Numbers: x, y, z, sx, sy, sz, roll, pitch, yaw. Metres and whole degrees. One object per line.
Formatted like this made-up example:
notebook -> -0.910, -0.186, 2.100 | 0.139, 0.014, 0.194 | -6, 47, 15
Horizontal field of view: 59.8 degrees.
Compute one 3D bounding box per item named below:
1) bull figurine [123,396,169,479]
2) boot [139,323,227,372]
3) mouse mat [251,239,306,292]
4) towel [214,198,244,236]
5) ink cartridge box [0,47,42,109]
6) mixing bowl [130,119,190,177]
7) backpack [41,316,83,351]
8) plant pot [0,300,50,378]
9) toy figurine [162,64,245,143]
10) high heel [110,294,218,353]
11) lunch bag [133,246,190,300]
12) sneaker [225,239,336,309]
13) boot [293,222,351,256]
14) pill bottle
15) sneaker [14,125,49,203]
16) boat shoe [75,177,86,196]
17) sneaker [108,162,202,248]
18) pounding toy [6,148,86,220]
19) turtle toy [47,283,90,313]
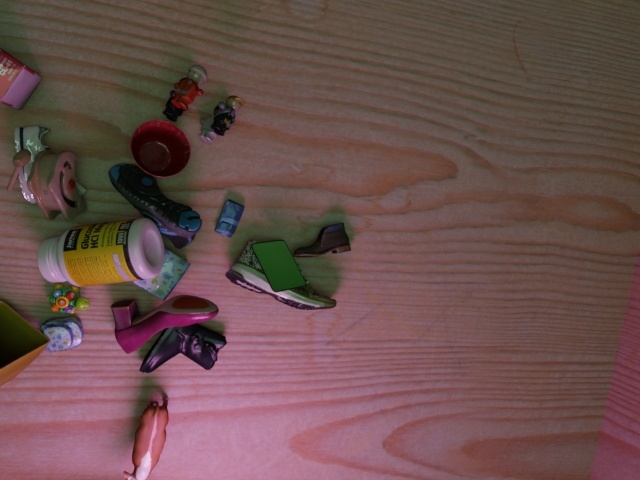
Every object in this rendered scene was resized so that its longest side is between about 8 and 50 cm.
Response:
bull figurine -> -0.572, 0.670, 1.842 | 0.101, 0.188, 0.310 | 19, 93, -16
boot -> -0.459, 0.385, 1.876 | 0.207, 0.094, 0.246 | 37, 82, -13
mouse mat -> -0.138, 0.082, 1.848 | 0.153, 0.007, 0.189 | -7, 61, -45
towel -> -0.307, -0.074, 1.881 | 0.067, 0.029, 0.119 | 23, 92, -17
ink cartridge box -> -0.968, -0.510, 1.544 | 0.306, 0.226, 0.131 | 35, 88, -17
mixing bowl -> -0.512, -0.277, 1.750 | 0.182, 0.098, 0.181 | 4, 81, -27
backpack -> -0.822, 0.302, 1.777 | 0.114, 0.084, 0.104 | -9, 103, -16
plant pot -> -0.993, 0.342, 1.663 | 0.212, 0.212, 0.187 | 37, 110, 4
toy figurine -> -0.362, -0.421, 1.725 | 0.210, 0.213, 0.148 | 31, 73, -20
high heel -> -0.488, 0.278, 1.787 | 0.378, 0.127, 0.181 | -1, 110, 19
lunch bag -> -0.522, 0.103, 1.818 | 0.129, 0.096, 0.151 | 35, 79, -17
sneaker -> -0.109, 0.120, 1.914 | 0.411, 0.158, 0.182 | 25, 74, -21
boot -> 0.000, 0.000, 1.949 | 0.219, 0.082, 0.106 | -8, 90, -27
pill bottle -> -0.666, 0.041, 1.690 | 0.334, 0.188, 0.187 | -7, 101, 8
sneaker -> -0.865, -0.229, 1.689 | 0.095, 0.090, 0.235 | -5, 101, -23
boat shoe -> -0.778, -0.183, 1.745 | 0.100, 0.035, 0.035 | 46, 58, -12
sneaker -> -0.541, -0.104, 1.764 | 0.341, 0.139, 0.125 | 41, 45, 2
pounding toy -> -0.818, -0.183, 1.652 | 0.155, 0.154, 0.269 | 4, 138, 7
turtle toy -> -0.803, 0.193, 1.774 | 0.130, 0.066, 0.095 | 9, 96, -15
